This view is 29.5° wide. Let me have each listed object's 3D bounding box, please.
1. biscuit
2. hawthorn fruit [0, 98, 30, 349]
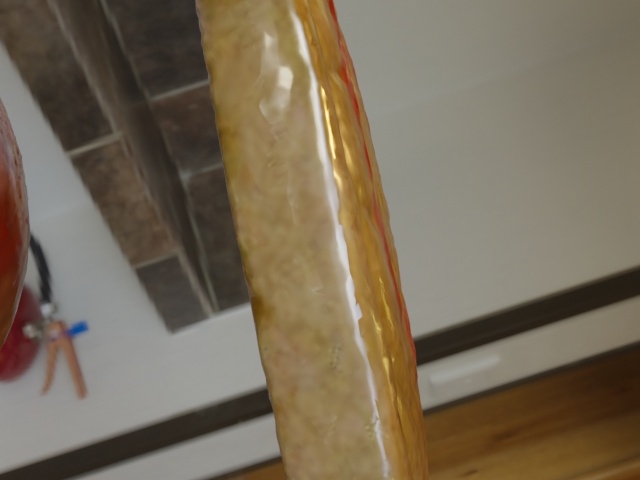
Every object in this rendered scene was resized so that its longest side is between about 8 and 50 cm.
[{"bbox_3d":[0.002,0.000,0.442,0.257,0.049,0.272,71,9,-79],"label":"biscuit"},{"bbox_3d":[-0.194,-0.022,0.357,0.231,0.263,0.235,-88,179,-61],"label":"hawthorn fruit"}]
